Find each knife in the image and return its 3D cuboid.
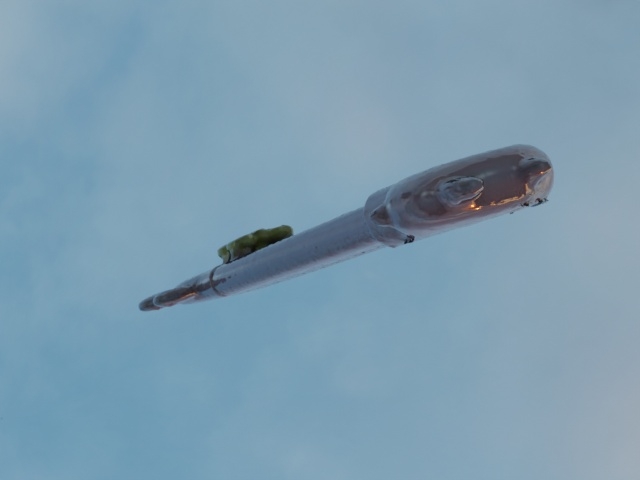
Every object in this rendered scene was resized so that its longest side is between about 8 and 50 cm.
[{"bbox_3d":[0.000,-0.001,0.598,0.132,0.398,0.038,-18,-90,-29],"label":"knife"}]
